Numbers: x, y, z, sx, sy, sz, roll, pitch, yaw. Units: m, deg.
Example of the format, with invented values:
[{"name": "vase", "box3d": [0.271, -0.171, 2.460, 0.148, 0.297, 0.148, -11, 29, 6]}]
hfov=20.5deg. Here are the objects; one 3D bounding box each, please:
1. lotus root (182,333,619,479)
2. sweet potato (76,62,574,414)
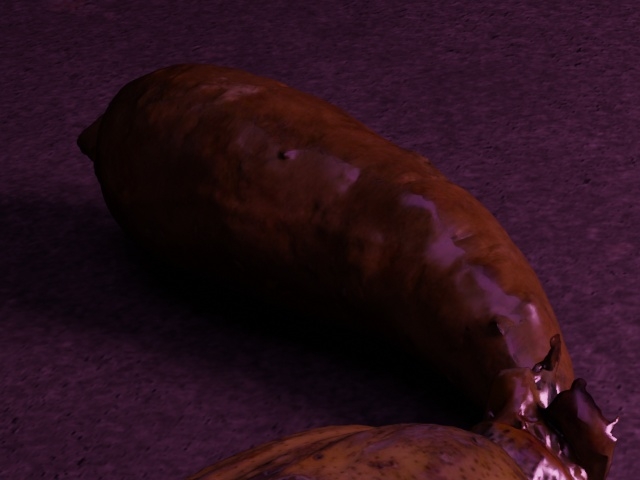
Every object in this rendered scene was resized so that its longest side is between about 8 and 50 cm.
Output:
[{"name": "lotus root", "box3d": [0.017, 0.136, 0.667, 0.278, 0.154, 0.154, -28, 34, -31]}, {"name": "sweet potato", "box3d": [0.005, -0.003, 0.978, 0.130, 0.130, 0.422, -26, 40, -32]}]
